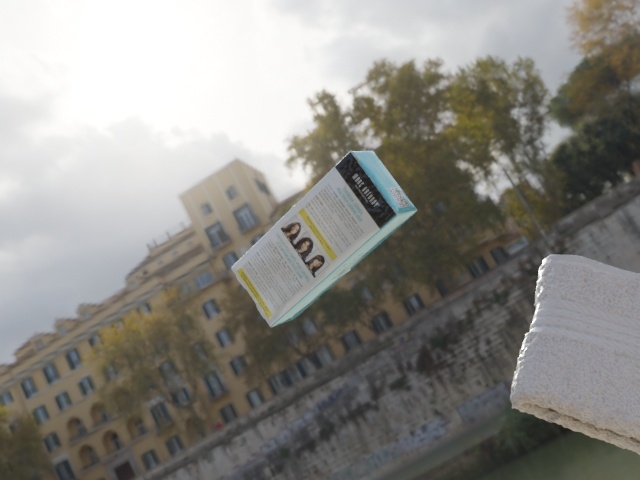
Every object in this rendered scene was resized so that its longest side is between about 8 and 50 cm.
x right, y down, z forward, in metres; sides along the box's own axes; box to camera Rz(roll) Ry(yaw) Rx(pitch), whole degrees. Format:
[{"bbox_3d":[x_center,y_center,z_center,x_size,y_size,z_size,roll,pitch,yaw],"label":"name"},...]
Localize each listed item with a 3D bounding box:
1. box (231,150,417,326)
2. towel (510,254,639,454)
[{"bbox_3d":[0.000,0.000,1.098,0.244,0.100,0.060,-42,-15,28],"label":"box"},{"bbox_3d":[0.328,0.122,0.794,0.049,0.282,0.187,96,-164,-47],"label":"towel"}]
